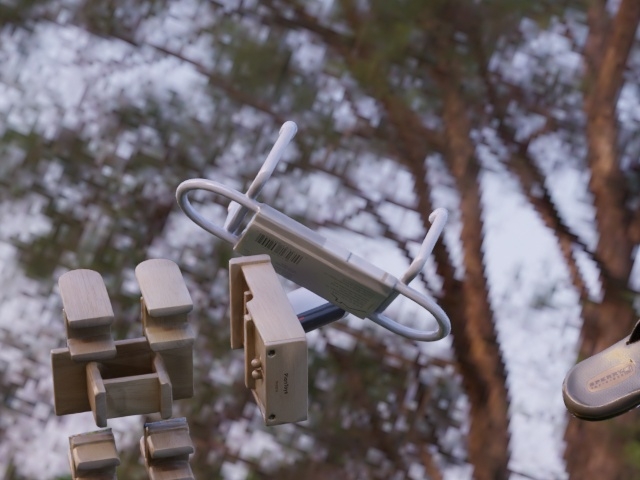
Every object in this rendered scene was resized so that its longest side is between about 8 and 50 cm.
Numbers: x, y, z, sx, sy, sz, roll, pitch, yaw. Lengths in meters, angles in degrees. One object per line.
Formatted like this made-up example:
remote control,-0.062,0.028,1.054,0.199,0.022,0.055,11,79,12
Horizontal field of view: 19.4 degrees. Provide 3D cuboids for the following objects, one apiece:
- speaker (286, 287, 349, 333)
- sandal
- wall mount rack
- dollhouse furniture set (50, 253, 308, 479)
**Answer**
speaker,-0.025,0.085,2.231,0.055,0.055,0.136,6,17,42
sandal,0.319,0.093,1.743,0.219,0.090,0.060,-26,-47,11
wall mount rack,0.000,0.000,2.187,0.350,0.130,0.304,29,-25,-4
dollhouse furniture set,-0.149,0.113,1.865,0.242,0.212,0.161,-7,31,-13
